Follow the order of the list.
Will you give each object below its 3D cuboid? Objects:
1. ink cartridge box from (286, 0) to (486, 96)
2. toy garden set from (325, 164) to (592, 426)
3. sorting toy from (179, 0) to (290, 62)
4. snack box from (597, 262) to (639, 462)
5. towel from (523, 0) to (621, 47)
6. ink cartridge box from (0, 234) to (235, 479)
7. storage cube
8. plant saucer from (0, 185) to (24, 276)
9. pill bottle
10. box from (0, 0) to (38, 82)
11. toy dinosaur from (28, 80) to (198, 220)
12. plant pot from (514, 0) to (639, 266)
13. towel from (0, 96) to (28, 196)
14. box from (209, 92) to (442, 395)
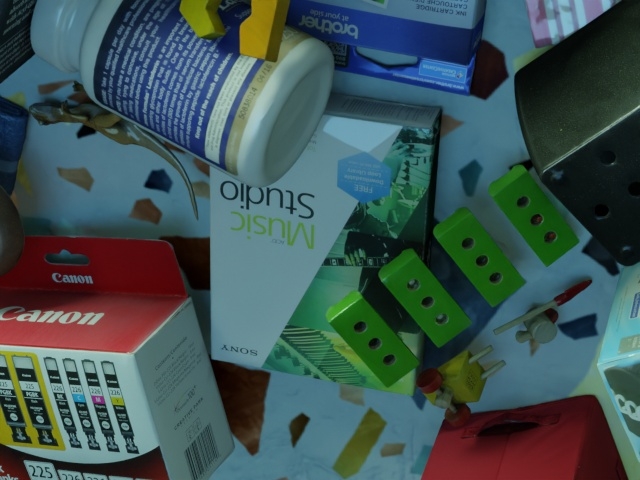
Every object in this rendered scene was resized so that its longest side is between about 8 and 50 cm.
[{"bbox_3d":[0.067,-0.281,1.526,0.185,0.065,0.311,12,123,12],"label":"ink cartridge box"},{"bbox_3d":[0.154,0.061,1.666,0.244,0.049,0.204,-37,120,6],"label":"toy garden set"},{"bbox_3d":[-0.063,-0.322,1.459,0.229,0.041,0.307,18,99,33],"label":"sorting toy"},{"bbox_3d":[0.366,0.198,1.621,0.060,0.187,0.322,-17,112,25],"label":"snack box"},{"bbox_3d":[0.272,-0.256,1.491,0.197,0.029,0.144,-9,116,22],"label":"towel"},{"bbox_3d":[-0.282,0.140,1.806,0.309,0.130,0.272,1,118,29],"label":"ink cartridge box"},{"bbox_3d":[0.220,0.303,1.725,0.183,0.193,0.215,-12,113,23],"label":"storage cube"},{"bbox_3d":[-0.398,-0.017,1.750,0.168,0.029,0.168,10,127,14],"label":"plant saucer"},{"bbox_3d":[-0.133,-0.171,1.560,0.264,0.153,0.153,28,124,14],"label":"pill bottle"},{"bbox_3d":[-0.352,-0.379,1.516,0.293,0.212,0.395,27,122,3],"label":"box"},{"bbox_3d":[-0.200,-0.119,1.713,0.211,0.064,0.112,26,141,13],"label":"toy dinosaur"},{"bbox_3d":[0.292,-0.091,1.480,0.188,0.167,0.187,-34,111,32],"label":"plant pot"},{"bbox_3d":[-0.357,-0.099,1.782,0.067,0.029,0.119,22,122,4],"label":"towel"},{"bbox_3d":[0.000,0.000,1.705,0.232,0.058,0.322,9,122,13],"label":"box"}]
